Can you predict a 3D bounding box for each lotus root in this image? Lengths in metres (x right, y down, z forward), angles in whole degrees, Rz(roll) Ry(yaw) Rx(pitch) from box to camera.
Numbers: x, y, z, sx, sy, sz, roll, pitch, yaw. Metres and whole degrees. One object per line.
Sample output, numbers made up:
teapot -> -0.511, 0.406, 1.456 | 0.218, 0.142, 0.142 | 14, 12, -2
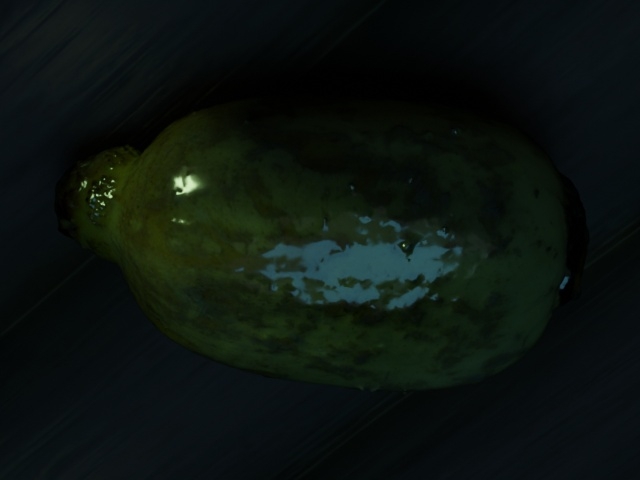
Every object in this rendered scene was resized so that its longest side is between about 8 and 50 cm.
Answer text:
lotus root -> 0.000, 0.000, 1.101 | 0.309, 0.173, 0.173 | 2, 132, -2
